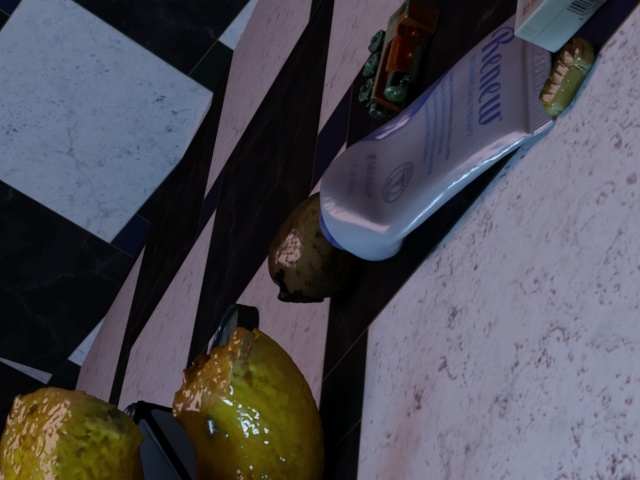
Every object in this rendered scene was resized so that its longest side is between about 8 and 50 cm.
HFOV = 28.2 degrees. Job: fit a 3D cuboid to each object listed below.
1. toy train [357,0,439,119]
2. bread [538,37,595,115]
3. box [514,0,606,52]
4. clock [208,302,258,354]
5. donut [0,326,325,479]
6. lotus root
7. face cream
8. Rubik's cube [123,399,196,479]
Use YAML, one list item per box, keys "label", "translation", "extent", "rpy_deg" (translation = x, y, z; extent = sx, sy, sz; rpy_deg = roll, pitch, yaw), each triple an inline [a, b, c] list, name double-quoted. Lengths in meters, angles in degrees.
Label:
- label: "toy train"
  translation: [0.115, -0.268, 1.905]
  extent: [0.118, 0.074, 0.176]
  rpy_deg: [-40, 31, 55]
- label: "bread"
  translation: [0.260, -0.175, 1.353]
  extent: [0.049, 0.033, 0.088]
  rpy_deg: [-85, 20, -62]
- label: "box"
  translation: [0.290, -0.318, 1.385]
  extent: [0.201, 0.058, 0.141]
  rpy_deg: [132, 154, -56]
- label: "clock"
  translation: [-0.167, 0.202, 2.323]
  extent: [0.184, 0.040, 0.185]
  rpy_deg: [-160, 90, -74]
- label: "donut"
  translation: [-0.167, 0.315, 1.608]
  extent: [0.163, 0.435, 0.378]
  rpy_deg: [-14, 97, 60]
- label: "lotus root"
  translation: [0.000, 0.000, 1.869]
  extent: [0.214, 0.138, 0.138]
  rpy_deg: [-64, 12, -23]
- label: "face cream"
  translation: [0.144, -0.112, 1.582]
  extent: [0.420, 0.137, 0.235]
  rpy_deg: [-39, 30, 40]
- label: "Rubik's cube"
  translation: [-0.213, 0.399, 1.842]
  extent: [0.246, 0.248, 0.250]
  rpy_deg: [134, 151, -57]
